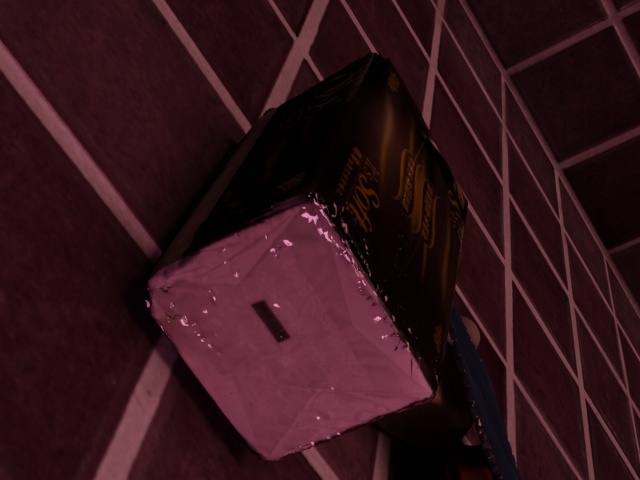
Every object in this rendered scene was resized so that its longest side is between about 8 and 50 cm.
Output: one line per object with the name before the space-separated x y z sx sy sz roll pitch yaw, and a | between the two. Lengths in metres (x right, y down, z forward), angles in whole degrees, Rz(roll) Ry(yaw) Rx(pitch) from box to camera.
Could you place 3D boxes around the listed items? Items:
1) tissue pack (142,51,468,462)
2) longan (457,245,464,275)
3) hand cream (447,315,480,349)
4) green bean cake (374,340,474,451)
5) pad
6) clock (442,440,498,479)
tissue pack | 0.000 0.000 0.941 0.210 0.198 0.370 61 23 -20
longan | 0.139 0.011 1.375 0.113 0.092 0.113 46 31 -38
hand cream | 0.159 0.144 1.344 0.186 0.054 0.087 -27 96 -62
green bean cake | 0.095 0.150 1.143 0.179 0.085 0.109 40 32 -44
pad | 0.193 0.196 1.203 0.269 0.012 0.270 -100 166 -46
clock | 0.194 0.369 1.106 0.318 0.080 0.318 -23 90 -81
